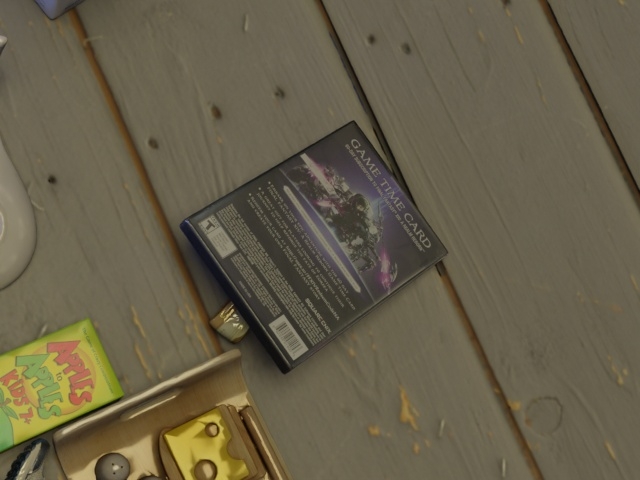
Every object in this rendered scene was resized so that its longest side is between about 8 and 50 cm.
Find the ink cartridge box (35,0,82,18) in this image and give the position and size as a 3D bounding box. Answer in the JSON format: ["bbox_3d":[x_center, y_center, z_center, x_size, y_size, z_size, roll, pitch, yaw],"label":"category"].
[{"bbox_3d":[-0.291,-0.397,1.400,0.121,0.289,0.211,-39,89,-22],"label":"ink cartridge box"}]

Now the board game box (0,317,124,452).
[{"bbox_3d":[-0.307,0.160,1.381,0.181,0.043,0.092,-24,83,-20],"label":"board game box"}]

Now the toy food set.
[{"bbox_3d":[-0.114,0.291,1.377,0.219,0.092,0.306,-25,84,-20],"label":"toy food set"}]

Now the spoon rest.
[{"bbox_3d":[-0.369,-0.078,1.419,0.137,0.084,0.276,4,88,-14],"label":"spoon rest"}]

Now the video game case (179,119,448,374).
[{"bbox_3d":[0.000,0.000,1.485,0.274,0.026,0.196,-33,87,-38],"label":"video game case"}]

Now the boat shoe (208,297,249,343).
[{"bbox_3d":[-0.078,0.047,1.474,0.045,0.050,0.135,32,69,-12],"label":"boat shoe"}]

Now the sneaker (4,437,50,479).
[{"bbox_3d":[-0.299,0.271,1.358,0.058,0.052,0.135,24,78,-20],"label":"sneaker"}]
